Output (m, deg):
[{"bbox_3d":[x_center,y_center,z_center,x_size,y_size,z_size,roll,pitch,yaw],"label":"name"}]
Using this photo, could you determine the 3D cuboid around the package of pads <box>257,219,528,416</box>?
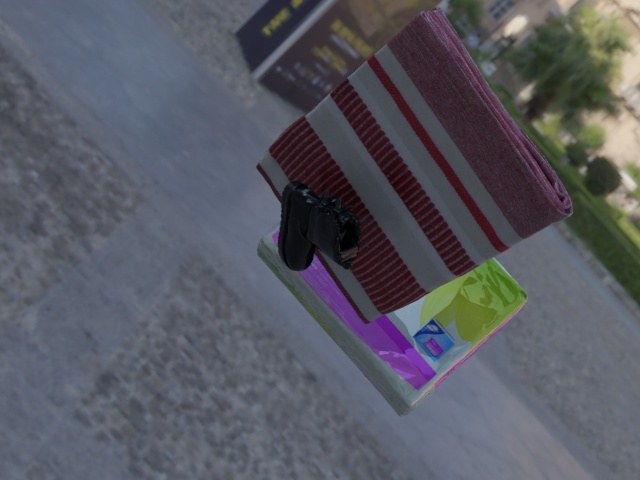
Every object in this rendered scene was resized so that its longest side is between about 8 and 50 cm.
[{"bbox_3d":[0.096,0.042,1.429,0.296,0.229,0.101,48,-15,9],"label":"package of pads"}]

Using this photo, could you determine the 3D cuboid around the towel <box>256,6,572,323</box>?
[{"bbox_3d":[0.083,-0.063,1.144,0.037,0.329,0.237,-33,89,-41],"label":"towel"}]

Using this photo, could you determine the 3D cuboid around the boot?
[{"bbox_3d":[0.000,0.000,1.178,0.045,0.121,0.099,-25,41,-33],"label":"boot"}]
